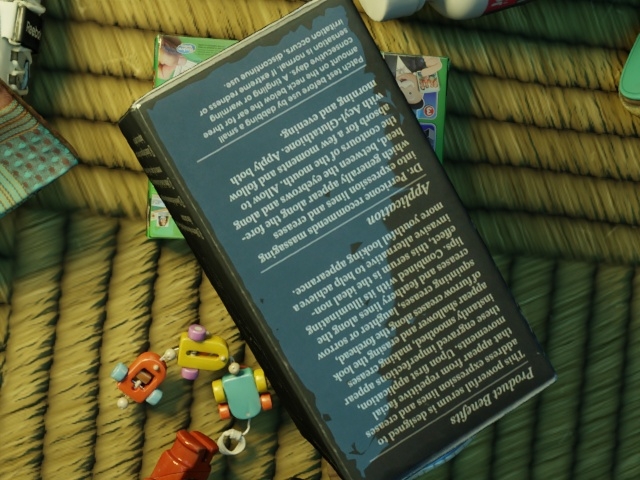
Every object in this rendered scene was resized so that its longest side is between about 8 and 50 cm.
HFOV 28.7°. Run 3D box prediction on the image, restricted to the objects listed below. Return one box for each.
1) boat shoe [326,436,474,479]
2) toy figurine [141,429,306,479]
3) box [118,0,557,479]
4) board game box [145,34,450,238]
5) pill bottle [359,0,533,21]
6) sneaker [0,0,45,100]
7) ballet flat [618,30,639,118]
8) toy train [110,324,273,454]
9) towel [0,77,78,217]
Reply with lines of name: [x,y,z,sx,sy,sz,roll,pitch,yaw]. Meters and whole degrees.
boat shoe: [0.091,0.224,1.369,0.183,0.066,0.066,-31,97,-9]
toy figurine: [-0.094,0.314,1.263,0.209,0.213,0.148,26,97,-15]
box: [0.000,0.000,1.179,0.212,0.293,0.396,-30,99,-8]
board game box: [-0.024,-0.102,1.342,0.317,0.046,0.214,3,93,-12]
pill bottle: [0.191,-0.333,1.311,0.318,0.176,0.176,-18,96,-10]
sneaker: [-0.323,-0.221,1.235,0.146,0.122,0.331,-23,97,-8]
ballet flat: [0.442,-0.286,1.408,0.123,0.123,0.349,23,87,-12]
toy train: [-0.133,0.152,1.333,0.166,0.046,0.125,34,105,-18]
towel: [-0.444,-0.049,1.136,0.370,0.040,0.271,-33,135,9]
